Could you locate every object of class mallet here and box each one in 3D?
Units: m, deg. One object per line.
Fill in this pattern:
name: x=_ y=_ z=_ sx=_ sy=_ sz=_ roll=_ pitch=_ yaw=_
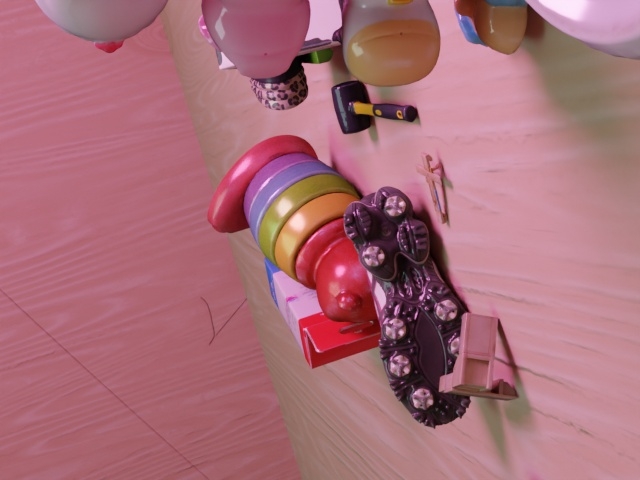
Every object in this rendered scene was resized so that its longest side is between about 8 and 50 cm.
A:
mallet: x=0.063 y=-0.139 z=1.094 sx=0.190 sy=0.039 sz=0.062 roll=-142 pitch=36 yaw=-62

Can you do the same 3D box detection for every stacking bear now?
stacking bear: x=0.000 y=0.000 z=1.295 sx=0.289 sy=0.175 sz=0.164 roll=50 pitch=129 yaw=38

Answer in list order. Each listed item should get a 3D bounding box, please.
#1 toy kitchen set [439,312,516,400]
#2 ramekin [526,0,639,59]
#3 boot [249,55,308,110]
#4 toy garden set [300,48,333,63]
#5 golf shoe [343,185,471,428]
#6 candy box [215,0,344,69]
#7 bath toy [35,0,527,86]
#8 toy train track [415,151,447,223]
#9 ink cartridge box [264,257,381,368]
toy kitchen set: x=0.168 y=0.123 z=0.995 sx=0.083 sy=0.068 sz=0.075 roll=120 pitch=158 yaw=-73
ramekin: x=0.151 y=-0.200 z=0.390 sx=0.273 sy=0.127 sz=0.273 roll=162 pitch=90 yaw=-78
boot: x=-0.084 y=-0.278 z=1.213 sx=0.236 sy=0.085 sz=0.178 roll=-121 pitch=14 yaw=-57
toy garden set: x=-0.010 y=-0.330 z=1.114 sx=0.204 sy=0.049 sz=0.244 roll=-143 pitch=37 yaw=-72
golf shoe: x=0.109 y=0.073 z=1.095 sx=0.120 sy=0.105 sz=0.273 roll=39 pitch=-145 yaw=-79
candy box: x=-0.048 y=-0.308 z=1.001 sx=0.071 sy=0.159 sz=0.233 roll=-25 pitch=-74 yaw=-62
bath toy: x=-0.029 y=-0.184 z=0.692 sx=0.129 sy=0.348 sz=0.151 roll=171 pitch=96 yaw=-79
toy train track: x=0.121 y=-0.056 z=1.003 sx=0.048 sy=0.014 sz=0.083 roll=39 pitch=151 yaw=56
ink cartridge box: x=0.020 y=0.095 z=1.373 sx=0.231 sy=0.134 sz=0.078 roll=-122 pitch=20 yaw=-51
